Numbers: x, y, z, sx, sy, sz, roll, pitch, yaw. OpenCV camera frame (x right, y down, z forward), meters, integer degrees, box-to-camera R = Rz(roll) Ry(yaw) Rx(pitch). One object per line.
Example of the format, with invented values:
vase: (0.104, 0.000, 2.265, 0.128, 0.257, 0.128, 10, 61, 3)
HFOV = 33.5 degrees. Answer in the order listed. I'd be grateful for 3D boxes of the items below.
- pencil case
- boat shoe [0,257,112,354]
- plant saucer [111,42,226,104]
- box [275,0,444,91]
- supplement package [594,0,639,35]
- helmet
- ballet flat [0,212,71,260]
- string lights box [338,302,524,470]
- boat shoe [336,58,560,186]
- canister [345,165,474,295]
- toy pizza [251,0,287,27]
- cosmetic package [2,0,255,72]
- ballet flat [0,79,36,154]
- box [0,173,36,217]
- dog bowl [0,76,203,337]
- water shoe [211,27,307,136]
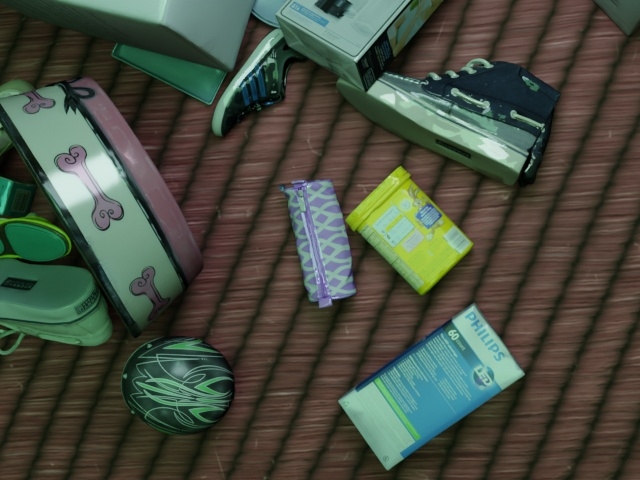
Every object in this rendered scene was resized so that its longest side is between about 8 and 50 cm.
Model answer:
pencil case: (0.000, 0.000, 1.679, 0.086, 0.088, 0.206, -15, 88, 9)
boat shoe: (-0.475, 0.110, 1.720, 0.367, 0.136, 0.156, 5, 134, 31)
plant saucer: (-0.248, -0.293, 1.755, 0.192, 0.018, 0.067, 27, 93, 9)
box: (0.089, -0.388, 1.617, 0.169, 0.087, 0.290, 36, 78, 25)
supplement package: (0.469, -0.412, 1.539, 0.139, 0.244, 0.134, -42, 84, 6)
helmet: (-0.221, 0.227, 1.668, 0.169, 0.161, 0.169, 0, 89, 8)
ballet flat: (-0.483, -0.010, 1.684, 0.231, 0.077, 0.077, -5, 121, 22)
string lights box: (0.173, 0.226, 1.654, 0.259, 0.077, 0.133, -36, 85, 6)
boat shoe: (0.205, -0.223, 1.650, 0.340, 0.127, 0.158, 28, 80, 5)
canister: (0.141, -0.013, 1.666, 0.126, 0.073, 0.170, -44, 85, 5)
toy pizza: (-0.040, -0.440, 1.721, 0.201, 0.032, 0.201, 0, 90, 7)
cosmetic package: (-0.308, -0.482, 1.595, 0.393, 0.327, 0.329, 16, 91, 14)
ballet flat: (-0.518, -0.177, 1.702, 0.086, 0.086, 0.248, 23, 56, 8)
box: (-0.607, -0.103, 1.761, 0.244, 0.100, 0.060, 18, 91, 9)
dog bowl: (-0.322, -0.064, 1.588, 0.150, 0.408, 0.408, -31, 85, -11)
water shoe: (-0.097, -0.243, 1.705, 0.080, 0.073, 0.203, 35, 94, 5)
